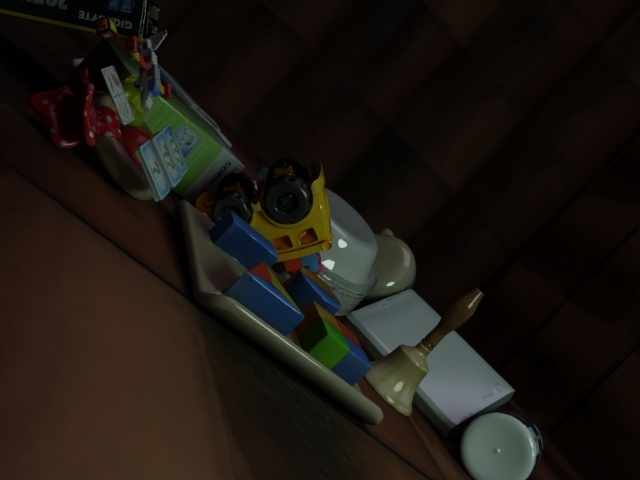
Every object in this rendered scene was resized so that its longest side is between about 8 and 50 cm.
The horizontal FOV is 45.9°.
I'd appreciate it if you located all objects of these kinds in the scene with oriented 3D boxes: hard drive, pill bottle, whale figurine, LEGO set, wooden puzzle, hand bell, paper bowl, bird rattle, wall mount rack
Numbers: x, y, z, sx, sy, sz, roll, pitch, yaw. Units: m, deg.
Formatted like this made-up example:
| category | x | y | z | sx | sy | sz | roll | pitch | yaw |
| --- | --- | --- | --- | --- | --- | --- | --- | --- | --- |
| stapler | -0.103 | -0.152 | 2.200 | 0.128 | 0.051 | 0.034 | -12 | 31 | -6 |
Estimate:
| category | x | y | z | sx | sy | sz | roll | pitch | yaw |
| --- | --- | --- | --- | --- | --- | --- | --- | --- | --- |
| hard drive | 0.214 | 0.234 | 1.515 | 0.203 | 0.040 | 0.307 | -17 | 50 | -39 |
| pill bottle | 0.337 | 0.377 | 1.384 | 0.130 | 0.130 | 0.245 | 45 | 6 | 22 |
| whale figurine | 0.092 | 0.058 | 1.736 | 0.272 | 0.216 | 0.141 | 30 | -31 | 31 |
| LEGO set | -0.233 | -0.195 | 1.056 | 0.182 | 0.060 | 0.244 | -78 | 150 | -71 |
| wooden puzzle | -0.057 | 0.080 | 1.092 | 0.322 | 0.080 | 0.348 | 40 | 6 | -28 |
| hand bell | 0.192 | 0.175 | 1.309 | 0.126 | 0.242 | 0.126 | 43 | 6 | -6 |
| paper bowl | 0.000 | 0.000 | 1.501 | 0.284 | 0.148 | 0.284 | 38 | 20 | -17 |
| bird rattle | -0.283 | -0.154 | 1.084 | 0.207 | 0.143 | 0.253 | 59 | 4 | -16 |
| wall mount rack | -0.356 | -0.294 | 1.636 | 0.350 | 0.130 | 0.304 | 46 | 3 | 31 |

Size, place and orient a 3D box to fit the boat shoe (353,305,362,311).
| category | x | y | z | sx | sy | sz | roll | pitch | yaw |
| --- | --- | --- | --- | --- | --- | --- | --- | --- | --- |
| boat shoe | 0.120 | 0.145 | 1.819 | 0.320 | 0.118 | 0.103 | 41 | -39 | 6 |

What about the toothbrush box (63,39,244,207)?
| category | x | y | z | sx | sy | sz | roll | pitch | yaw |
| --- | --- | --- | --- | --- | --- | --- | --- | --- | --- |
| toothbrush box | -0.296 | -0.206 | 1.350 | 0.283 | 0.122 | 0.206 | 37 | 8 | -38 |

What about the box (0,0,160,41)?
| category | x | y | z | sx | sy | sz | roll | pitch | yaw |
| --- | --- | --- | --- | --- | --- | --- | --- | --- | --- |
| box | -0.431 | -0.386 | 1.220 | 0.321 | 0.079 | 0.257 | 10 | 11 | -11 |

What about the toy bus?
| category | x | y | z | sx | sy | sz | roll | pitch | yaw |
| --- | --- | --- | --- | --- | --- | --- | --- | --- | --- |
| toy bus | -0.081 | -0.018 | 1.303 | 0.149 | 0.220 | 0.212 | -95 | 170 | -67 |

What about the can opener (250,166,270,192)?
| category | x | y | z | sx | sy | sz | roll | pitch | yaw |
| --- | --- | --- | --- | --- | --- | --- | --- | --- | --- |
| can opener | -0.082 | -0.091 | 2.135 | 0.283 | 0.095 | 0.076 | 41 | 6 | -15 |
